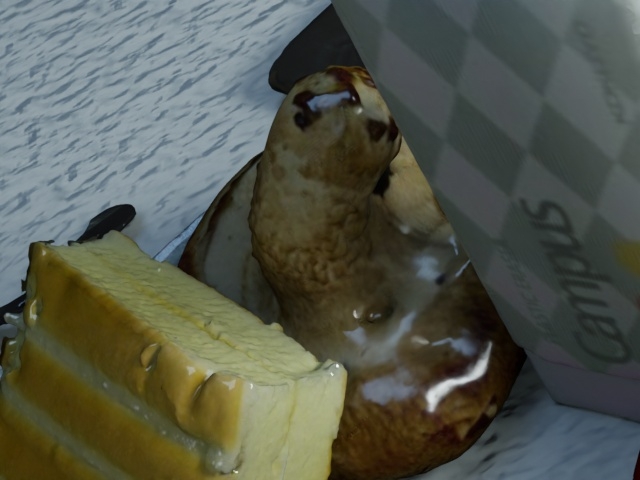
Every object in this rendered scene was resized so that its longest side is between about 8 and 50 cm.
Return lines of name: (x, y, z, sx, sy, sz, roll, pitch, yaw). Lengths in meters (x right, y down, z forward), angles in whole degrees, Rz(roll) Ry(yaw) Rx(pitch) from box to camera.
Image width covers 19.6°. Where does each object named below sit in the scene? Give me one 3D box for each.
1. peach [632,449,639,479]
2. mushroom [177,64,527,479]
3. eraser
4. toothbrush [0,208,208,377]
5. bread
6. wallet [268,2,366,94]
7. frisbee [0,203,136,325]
peach: (0.276, 0.133, 0.928, 0.243, 0.199, 0.243, -2, 64, 5)
mushroom: (0.007, 0.012, 1.211, 0.267, 0.254, 0.267, -32, 17, 11)
eraser: (0.170, -0.029, 0.999, 0.213, 0.397, 0.082, 10, 57, 36)
toothbrush: (-0.148, 0.047, 1.372, 0.413, 0.035, 0.042, -39, 65, -6)
bread: (-0.111, 0.140, 1.134, 0.246, 0.111, 0.239, 27, 109, 43)
wallet: (0.111, -0.131, 1.379, 0.309, 0.042, 0.165, 26, 70, 42)
frisbee: (-0.227, 0.052, 1.402, 0.187, 0.012, 0.211, -23, 26, 27)
